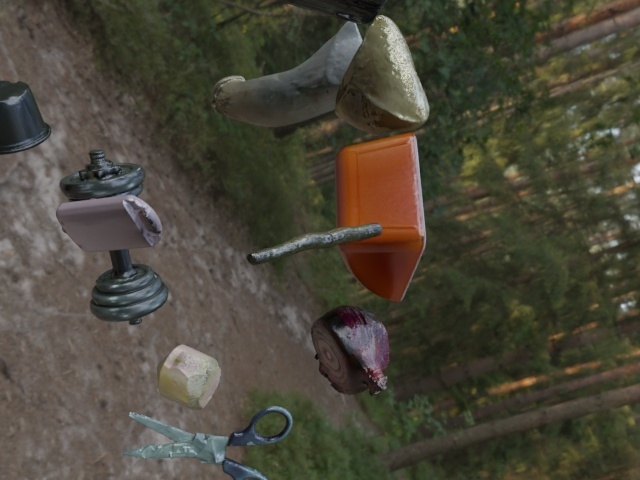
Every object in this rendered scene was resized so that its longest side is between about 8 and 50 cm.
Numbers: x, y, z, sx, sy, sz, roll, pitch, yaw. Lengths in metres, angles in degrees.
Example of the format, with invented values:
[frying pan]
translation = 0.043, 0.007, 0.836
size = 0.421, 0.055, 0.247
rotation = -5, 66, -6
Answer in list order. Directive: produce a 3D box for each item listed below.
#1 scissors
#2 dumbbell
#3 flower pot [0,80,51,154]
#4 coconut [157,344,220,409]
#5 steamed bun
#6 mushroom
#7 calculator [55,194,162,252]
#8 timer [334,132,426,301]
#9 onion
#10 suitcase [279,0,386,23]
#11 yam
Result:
[scissors]
translation = -0.267, 0.481, 1.552
size = 0.029, 0.383, 0.256
rotation = -160, -94, -76
[dumbbell]
translation = -0.445, 0.002, 1.450
size = 0.179, 0.179, 0.407
rotation = -79, 163, -68
[flower pot]
translation = -0.626, -0.251, 1.316
size = 0.157, 0.157, 0.107
rotation = -92, -178, -57
[coconut]
translation = -0.346, 0.346, 1.697
size = 0.147, 0.152, 0.147
rotation = -58, 161, -32
[steamed bun]
translation = 0.099, -0.296, 1.331
size = 0.110, 0.212, 0.231
rotation = -8, 71, -35
[mushroom]
translation = -0.073, -0.357, 1.561
size = 0.126, 0.396, 0.178
rotation = 30, 44, -68
[calculator]
translation = -0.332, -0.024, 1.038
size = 0.032, 0.174, 0.100
rotation = -77, 154, -42
[timer]
translation = 0.124, -0.037, 1.307
size = 0.250, 0.161, 0.258
rotation = 68, 18, -59
[onion]
translation = 0.084, 0.236, 1.358
size = 0.218, 0.139, 0.195
rotation = 34, -46, 51
[suitcase]
translation = -0.024, -0.498, 1.112
size = 0.128, 0.312, 0.202
rotation = 131, -35, -59
[yam]
translation = -0.001, 0.001, 0.889
size = 0.234, 0.029, 0.027
rotation = -13, 109, -41
